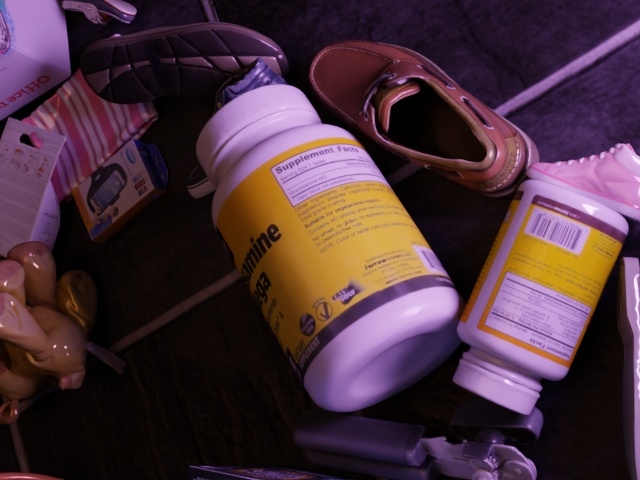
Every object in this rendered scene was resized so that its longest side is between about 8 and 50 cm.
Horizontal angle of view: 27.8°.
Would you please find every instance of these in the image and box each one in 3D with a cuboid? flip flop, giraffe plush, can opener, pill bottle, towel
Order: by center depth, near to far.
[{"bbox_3d":[0.210,0.057,1.270,0.117,0.117,0.215,24,90,34],"label":"pill bottle"},{"bbox_3d":[0.104,0.213,1.366,0.280,0.074,0.093,-1,47,32],"label":"can opener"},{"bbox_3d":[0.000,0.000,1.385,0.188,0.188,0.334,-42,62,21],"label":"pill bottle"},{"bbox_3d":[-0.165,-0.220,1.587,0.277,0.080,0.112,0,122,26],"label":"flip flop"},{"bbox_3d":[-0.375,0.132,1.650,0.170,0.181,0.210,-36,99,35],"label":"giraffe plush"},{"bbox_3d":[-0.306,-0.160,1.708,0.197,0.029,0.144,-39,64,22],"label":"towel"}]

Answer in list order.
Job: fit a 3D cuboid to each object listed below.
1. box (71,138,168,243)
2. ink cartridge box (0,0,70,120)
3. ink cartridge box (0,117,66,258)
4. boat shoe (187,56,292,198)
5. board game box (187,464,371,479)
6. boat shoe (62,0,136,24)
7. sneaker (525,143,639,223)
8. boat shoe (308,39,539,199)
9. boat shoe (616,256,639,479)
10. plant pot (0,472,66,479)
[{"bbox_3d":[-0.255,-0.067,1.660,0.136,0.028,0.081,-39,64,25],"label":"box"},{"bbox_3d":[-0.498,-0.298,1.699,0.198,0.270,0.197,-26,61,27],"label":"ink cartridge box"},{"bbox_3d":[-0.396,-0.063,1.738,0.145,0.045,0.179,19,89,42],"label":"ink cartridge box"},{"bbox_3d":[-0.108,-0.134,1.532,0.183,0.083,0.065,-41,18,15],"label":"boat shoe"},{"bbox_3d":[-0.035,0.259,1.367,0.126,0.186,0.026,4,84,34],"label":"board game box"},{"bbox_3d":[-0.294,-0.308,1.712,0.137,0.049,0.043,29,102,36],"label":"boat shoe"},{"bbox_3d":[0.276,-0.070,1.299,0.134,0.051,0.070,23,94,30],"label":"sneaker"},{"bbox_3d":[0.094,-0.148,1.397,0.307,0.104,0.111,29,99,33],"label":"boat shoe"},{"bbox_3d":[0.320,0.128,1.220,0.068,0.081,0.228,-1,83,4],"label":"boat shoe"},{"bbox_3d":[-0.352,0.443,1.510,0.291,0.291,0.203,37,119,32],"label":"plant pot"}]
